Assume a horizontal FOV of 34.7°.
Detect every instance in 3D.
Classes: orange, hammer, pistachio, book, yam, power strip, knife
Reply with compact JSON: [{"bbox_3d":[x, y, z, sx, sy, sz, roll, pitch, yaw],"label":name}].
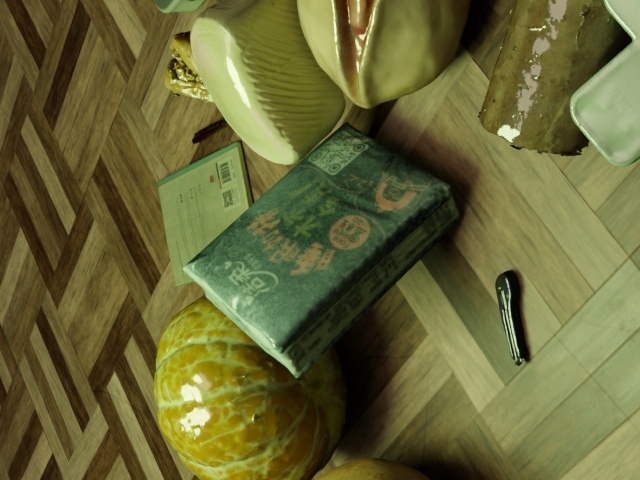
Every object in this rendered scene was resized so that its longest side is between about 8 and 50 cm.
[{"bbox_3d":[-0.107,0.223,1.523,0.249,0.329,0.329,-22,79,29],"label":"orange"},{"bbox_3d":[-0.180,-0.204,1.789,0.178,0.021,0.065,-20,80,55],"label":"hammer"},{"bbox_3d":[0.073,-0.309,1.261,0.230,0.229,0.309,50,159,34],"label":"pistachio"},{"bbox_3d":[-0.204,-0.041,1.843,0.282,0.025,0.215,-16,83,52],"label":"book"},{"bbox_3d":[0.265,-0.223,1.122,0.128,0.129,0.238,-105,23,-61],"label":"yam"},{"bbox_3d":[0.378,-0.191,0.990,0.229,0.141,0.261,52,130,7],"label":"power strip"},{"bbox_3d":[0.244,0.099,1.299,0.031,0.018,0.121,-14,87,54],"label":"knife"}]

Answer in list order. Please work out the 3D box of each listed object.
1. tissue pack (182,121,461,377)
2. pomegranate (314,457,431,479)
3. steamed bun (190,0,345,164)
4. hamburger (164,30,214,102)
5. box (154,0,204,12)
[{"bbox_3d":[0.000,0.000,1.373,0.228,0.315,0.103,37,165,42],"label":"tissue pack"},{"bbox_3d":[0.070,0.449,1.369,0.319,0.319,0.319,13,107,50],"label":"pomegranate"},{"bbox_3d":[-0.080,-0.228,1.395,0.152,0.170,0.239,10,136,45],"label":"steamed bun"},{"bbox_3d":[-0.128,-0.256,1.562,0.213,0.213,0.108,29,115,46],"label":"hamburger"},{"bbox_3d":[-0.222,-0.621,1.707,0.367,0.090,0.373,-34,71,49],"label":"box"}]
